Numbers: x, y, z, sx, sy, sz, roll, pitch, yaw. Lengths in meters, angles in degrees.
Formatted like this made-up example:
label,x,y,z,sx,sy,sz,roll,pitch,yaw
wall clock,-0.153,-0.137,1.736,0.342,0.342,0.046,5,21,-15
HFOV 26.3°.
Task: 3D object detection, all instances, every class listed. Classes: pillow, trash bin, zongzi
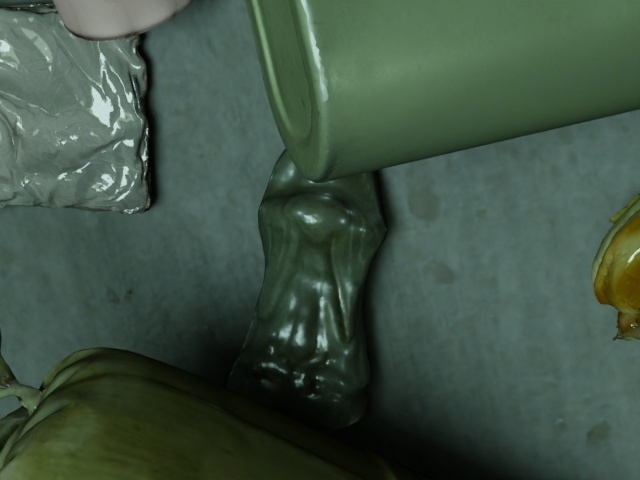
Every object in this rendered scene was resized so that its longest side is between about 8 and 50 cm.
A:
label,x,y,z,sx,sy,sz,roll,pitch,yaw
pillow,-0.224,-0.083,0.856,0.248,0.049,0.135,3,99,14
trash bin,0.085,-0.163,0.644,0.247,0.121,0.243,-16,99,-14
zongzi,-0.091,0.301,0.751,0.500,0.218,0.467,26,109,-14

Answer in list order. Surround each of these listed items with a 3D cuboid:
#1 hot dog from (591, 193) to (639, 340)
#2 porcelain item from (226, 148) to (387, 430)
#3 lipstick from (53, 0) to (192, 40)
label,x,y,z,sx,sy,sz,roll,pitch,yaw
hot dog,0.252,-0.029,0.706,0.109,0.072,0.269,46,113,1
porcelain item,0.000,0.000,0.800,0.081,0.069,0.215,11,101,20
lipstick,-0.147,-0.258,0.688,0.087,0.087,0.327,-2,133,18
